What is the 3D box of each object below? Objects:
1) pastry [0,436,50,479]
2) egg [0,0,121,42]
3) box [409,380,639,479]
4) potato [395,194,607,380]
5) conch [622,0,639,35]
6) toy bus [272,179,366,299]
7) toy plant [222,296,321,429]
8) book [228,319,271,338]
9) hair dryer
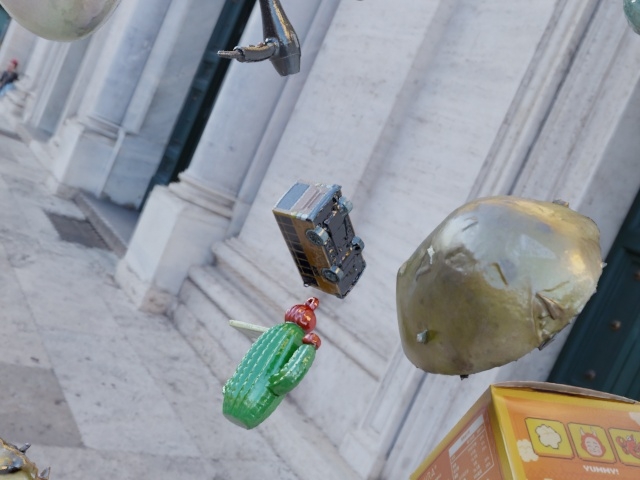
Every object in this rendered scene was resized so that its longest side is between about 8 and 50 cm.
[{"bbox_3d":[-0.432,0.409,0.717,0.292,0.337,0.405,24,32,-27],"label":"pastry"},{"bbox_3d":[-0.451,-0.449,1.238,0.161,0.271,0.206,60,-28,17],"label":"egg"},{"bbox_3d":[0.298,0.361,0.936,0.260,0.283,0.213,10,45,-16],"label":"box"},{"bbox_3d":[0.184,0.043,0.840,0.116,0.239,0.299,35,-40,-27],"label":"potato"},{"bbox_3d":[0.570,-0.367,1.025,0.220,0.195,0.277,45,9,36],"label":"conch"},{"bbox_3d":[0.000,0.000,1.192,0.114,0.098,0.201,14,-38,34],"label":"toy bus"},{"bbox_3d":[-0.069,0.199,1.114,0.088,0.240,0.154,48,-6,-22],"label":"toy plant"},{"bbox_3d":[-0.108,0.174,1.280,0.111,0.014,0.077,8,-21,27],"label":"book"},{"bbox_3d":[-0.152,-0.488,1.626,0.091,0.235,0.272,-4,22,35],"label":"hair dryer"}]
